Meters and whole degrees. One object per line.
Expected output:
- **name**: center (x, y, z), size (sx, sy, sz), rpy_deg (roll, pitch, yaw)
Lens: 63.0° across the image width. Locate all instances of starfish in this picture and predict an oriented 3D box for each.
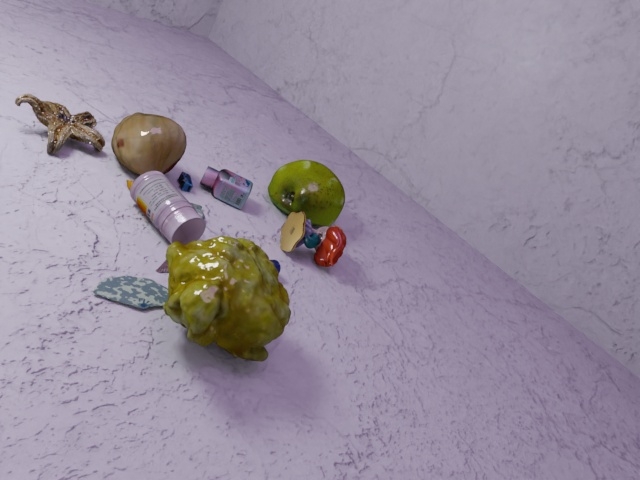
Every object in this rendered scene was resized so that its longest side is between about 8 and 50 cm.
- **starfish**: center (-0.893, -0.407, 1.790), size (0.303, 0.113, 0.312), rpy_deg (47, 19, 24)

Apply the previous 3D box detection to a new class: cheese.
- **cheese**: center (-0.435, -0.097, 1.828), size (0.067, 0.026, 0.120), rpy_deg (18, 28, -29)

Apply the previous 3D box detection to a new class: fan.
- **fan**: center (-0.473, 0.137, 1.369), size (0.240, 0.009, 0.131), rpy_deg (12, 30, -36)

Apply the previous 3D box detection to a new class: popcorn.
- **popcorn**: center (-0.225, 0.139, 1.324), size (0.334, 0.293, 0.292), rpy_deg (16, -1, -34)

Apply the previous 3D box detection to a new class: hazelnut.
- **hazelnut**: center (-0.612, -0.331, 1.864), size (0.261, 0.241, 0.261), rpy_deg (2, 16, -1)

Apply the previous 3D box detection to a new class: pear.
- **pear**: center (-0.055, -0.208, 2.231), size (0.342, 0.238, 0.318), rpy_deg (31, 16, -2)

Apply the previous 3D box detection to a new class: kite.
- **kite**: center (-0.415, 0.093, 1.522), size (0.137, 0.005, 0.152), rpy_deg (5, 36, -41)

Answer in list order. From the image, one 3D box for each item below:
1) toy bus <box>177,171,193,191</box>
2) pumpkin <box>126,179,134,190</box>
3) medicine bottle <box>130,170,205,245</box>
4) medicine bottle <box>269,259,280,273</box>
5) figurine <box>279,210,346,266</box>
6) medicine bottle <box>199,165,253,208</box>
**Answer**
- **toy bus**: center (-0.506, -0.220, 1.960), size (0.046, 0.038, 0.083), rpy_deg (19, 28, -35)
- **pumpkin**: center (-0.611, -0.177, 1.766), size (0.073, 0.035, 0.101), rpy_deg (-3, 43, -47)
- **medicine bottle**: center (-0.483, -0.100, 1.653), size (0.250, 0.133, 0.133), rpy_deg (43, 27, 23)
- **medicine bottle**: center (-0.228, 0.093, 1.673), size (0.231, 0.059, 0.059), rpy_deg (-1, 40, -49)
- **figurine**: center (-0.005, 0.006, 1.984), size (0.257, 0.181, 0.208), rpy_deg (16, -11, -34)
- **medicine bottle**: center (-0.368, -0.214, 2.040), size (0.188, 0.094, 0.119), rpy_deg (26, 27, -13)
